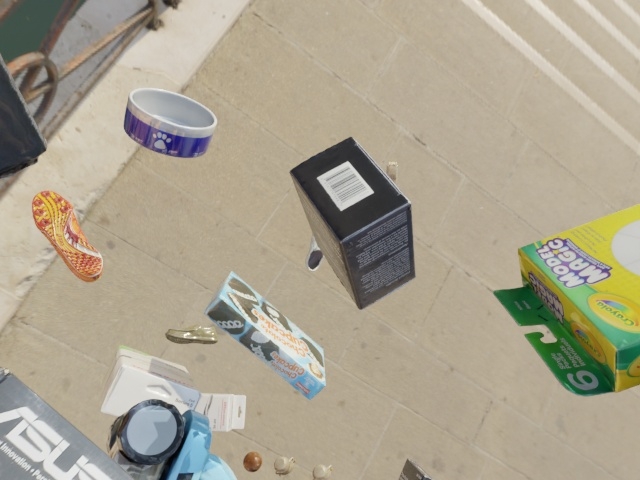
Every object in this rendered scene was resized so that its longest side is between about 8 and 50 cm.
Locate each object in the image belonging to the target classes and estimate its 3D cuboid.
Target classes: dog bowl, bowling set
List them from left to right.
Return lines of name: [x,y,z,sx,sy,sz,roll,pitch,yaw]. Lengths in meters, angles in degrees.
dog bowl: [-0.463,-0.365,1.471,0.265,0.265,0.104,18,120,-15]
bowling set: [-0.121,0.678,1.347,0.287,0.154,0.200,-36,62,-14]

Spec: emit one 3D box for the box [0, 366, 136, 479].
box: [-0.194,0.335,0.300,0.395,0.097,0.318,46,46,-6]

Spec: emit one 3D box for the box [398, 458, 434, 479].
box: [0.180,0.560,1.009,0.029,0.116,0.162,28,79,-3]

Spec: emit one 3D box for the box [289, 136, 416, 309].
box: [0.054,-0.019,0.709,0.108,0.207,0.153,-30,57,-6]

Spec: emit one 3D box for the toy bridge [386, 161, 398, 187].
toy bridge: [0.177,-0.157,1.169,0.026,0.188,0.063,2,82,10]

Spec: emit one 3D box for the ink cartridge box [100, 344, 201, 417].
ink cartridge box: [-0.430,0.367,1.193,0.198,0.273,0.114,27,78,-20]

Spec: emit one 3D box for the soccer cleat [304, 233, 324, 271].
soccer cleat: [0.000,0.000,1.401,0.068,0.076,0.196,14,99,-8]

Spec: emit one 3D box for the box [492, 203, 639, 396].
box: [0.211,0.022,0.296,0.179,0.105,0.043,-23,123,3]

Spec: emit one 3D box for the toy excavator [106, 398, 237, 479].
toy excavator: [-0.225,0.553,0.844,0.445,0.222,0.432,29,55,-15]

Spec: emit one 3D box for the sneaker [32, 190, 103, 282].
sneaker: [-0.424,-0.003,0.789,0.064,0.067,0.175,-28,82,-35]

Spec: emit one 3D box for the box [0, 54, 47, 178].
box: [-0.474,-0.287,0.265,0.297,0.479,0.472,-36,62,-27]

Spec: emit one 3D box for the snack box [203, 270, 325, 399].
snack box: [-0.123,0.223,1.148,0.322,0.187,0.060,42,99,-11]

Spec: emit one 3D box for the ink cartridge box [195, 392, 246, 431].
ink cartridge box: [-0.321,0.516,1.433,0.180,0.060,0.104,0,75,4]

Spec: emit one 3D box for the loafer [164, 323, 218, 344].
loafer: [-0.362,0.263,1.342,0.148,0.056,0.050,13,58,-26]
